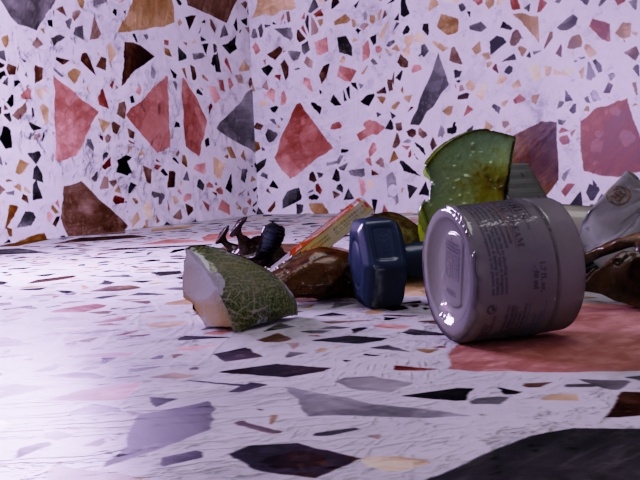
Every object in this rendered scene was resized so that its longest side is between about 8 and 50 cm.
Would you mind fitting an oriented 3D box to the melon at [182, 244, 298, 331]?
[{"bbox_3d":[-0.122,0.095,1.592,0.202,0.093,0.139,25,25,-19],"label":"melon"}]

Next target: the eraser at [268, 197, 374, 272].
[{"bbox_3d":[0.000,0.000,2.094,0.230,0.038,0.157,-39,4,1],"label":"eraser"}]

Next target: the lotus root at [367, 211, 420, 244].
[{"bbox_3d":[0.133,0.011,2.099,0.145,0.129,0.260,12,11,6],"label":"lotus root"}]

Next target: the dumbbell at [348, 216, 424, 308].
[{"bbox_3d":[0.207,0.027,1.748,0.316,0.157,0.144,-4,34,-11],"label":"dumbbell"}]

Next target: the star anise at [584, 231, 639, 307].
[{"bbox_3d":[0.525,0.044,1.587,0.292,0.109,0.349,1,2,-23],"label":"star anise"}]

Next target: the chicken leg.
[{"bbox_3d":[-0.068,0.070,1.785,0.304,0.093,0.113,-9,18,-24],"label":"chicken leg"}]

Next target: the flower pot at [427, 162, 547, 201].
[{"bbox_3d":[0.372,-0.065,2.404,0.239,0.209,0.189,-1,4,37],"label":"flower pot"}]

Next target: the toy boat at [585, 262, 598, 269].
[{"bbox_3d":[0.425,0.043,2.116,0.220,0.067,0.291,-3,-7,-18],"label":"toy boat"}]

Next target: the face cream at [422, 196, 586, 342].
[{"bbox_3d":[0.228,0.037,1.379,0.152,0.177,0.177,-5,5,-18],"label":"face cream"}]

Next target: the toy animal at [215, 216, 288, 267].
[{"bbox_3d":[-0.147,0.038,2.316,0.218,0.116,0.179,-32,-42,33],"label":"toy animal"}]

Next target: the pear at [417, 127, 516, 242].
[{"bbox_3d":[0.274,-0.052,2.050,0.159,0.293,0.292,7,6,12],"label":"pear"}]

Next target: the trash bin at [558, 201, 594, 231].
[{"bbox_3d":[0.560,-0.019,2.240,0.247,0.121,0.243,3,2,32],"label":"trash bin"}]

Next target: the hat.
[{"bbox_3d":[0.601,0.019,1.845,0.301,0.168,0.257,29,5,32],"label":"hat"}]
